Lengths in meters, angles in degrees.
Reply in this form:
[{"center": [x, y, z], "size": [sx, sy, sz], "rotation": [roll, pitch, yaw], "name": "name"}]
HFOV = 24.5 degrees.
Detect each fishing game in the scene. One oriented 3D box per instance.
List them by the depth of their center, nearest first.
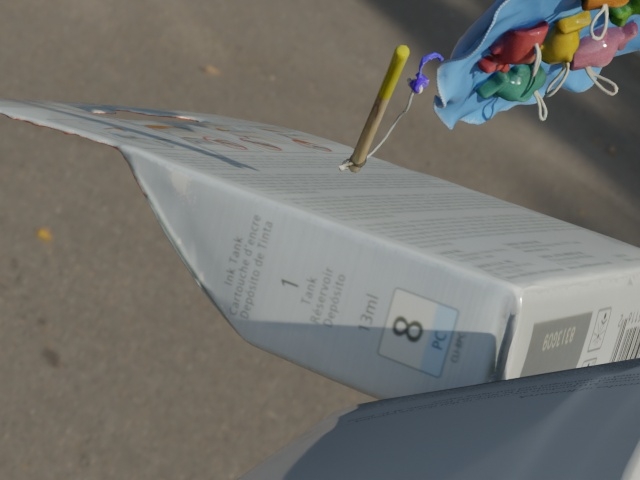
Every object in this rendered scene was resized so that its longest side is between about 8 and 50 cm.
[{"center": [0.144, -0.106, 0.781], "size": [0.264, 0.189, 0.041], "rotation": [-21, 74, -21], "name": "fishing game"}]

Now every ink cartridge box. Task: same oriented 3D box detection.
[{"center": [0.000, 0.000, 0.931], "size": [0.385, 0.091, 0.308], "rotation": [19, 11, 26], "name": "ink cartridge box"}]

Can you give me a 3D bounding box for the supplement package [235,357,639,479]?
[{"center": [0.056, 0.161, 0.544], "size": [0.293, 0.175, 0.177], "rotation": [-16, 95, -71], "name": "supplement package"}]
